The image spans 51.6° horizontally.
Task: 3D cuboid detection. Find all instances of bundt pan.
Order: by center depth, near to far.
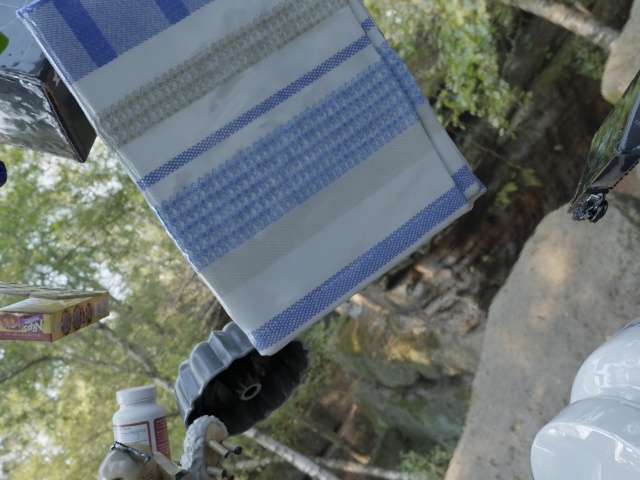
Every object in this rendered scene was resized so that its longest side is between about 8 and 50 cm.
[{"bbox_3d":[-0.187,0.300,1.501,0.331,0.124,0.330,-27,-37,-23],"label":"bundt pan"}]

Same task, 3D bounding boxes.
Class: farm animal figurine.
[{"bbox_3d":[-0.288,0.446,0.996,0.330,0.172,0.326,-6,-74,-53],"label":"farm animal figurine"}]

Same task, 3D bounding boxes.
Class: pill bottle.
[{"bbox_3d":[0.416,0.164,0.685,0.408,0.229,0.229,-25,-20,-29],"label":"pill bottle"},{"bbox_3d":[-0.416,0.452,1.539,0.121,0.121,0.216,83,179,-84],"label":"pill bottle"}]

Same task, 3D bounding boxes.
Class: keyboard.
[{"bbox_3d":[0.220,-0.059,0.503,0.180,0.023,0.108,42,-110,-75],"label":"keyboard"}]

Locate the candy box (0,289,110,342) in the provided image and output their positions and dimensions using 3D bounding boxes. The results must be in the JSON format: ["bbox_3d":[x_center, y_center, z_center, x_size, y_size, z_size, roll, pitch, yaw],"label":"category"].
[{"bbox_3d":[-0.460,0.127,1.148,0.187,0.109,0.053,-39,-51,-76],"label":"candy box"}]

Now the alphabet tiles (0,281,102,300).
[{"bbox_3d":[-0.477,0.072,0.999,0.198,0.238,0.009,112,164,-87],"label":"alphabet tiles"}]

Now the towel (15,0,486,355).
[{"bbox_3d":[-0.035,-0.087,0.460,0.209,0.285,0.034,-36,9,-11],"label":"towel"}]

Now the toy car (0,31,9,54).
[{"bbox_3d":[-0.530,-0.241,0.844,0.189,0.155,0.148,-17,44,36],"label":"toy car"}]

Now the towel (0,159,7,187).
[{"bbox_3d":[-0.678,-0.036,1.060,0.308,0.076,0.227,-25,11,21],"label":"towel"}]

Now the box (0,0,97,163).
[{"bbox_3d":[-0.661,-0.477,1.385,0.297,0.472,0.479,94,-169,-65],"label":"box"}]
